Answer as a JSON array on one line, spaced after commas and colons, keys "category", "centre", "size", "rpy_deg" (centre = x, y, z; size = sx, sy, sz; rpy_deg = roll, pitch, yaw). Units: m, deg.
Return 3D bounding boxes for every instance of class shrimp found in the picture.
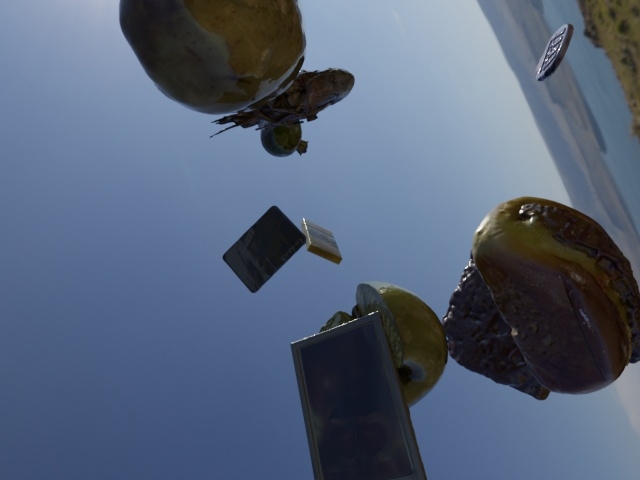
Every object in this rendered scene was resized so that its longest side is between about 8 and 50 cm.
[{"category": "shrimp", "centre": [-0.085, -0.304, 0.981], "size": [0.145, 0.343, 0.116], "rpy_deg": [-124, 18, -62]}]

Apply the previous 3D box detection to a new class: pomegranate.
[{"category": "pomegranate", "centre": [-0.102, -0.278, 1.208], "size": [0.130, 0.130, 0.130], "rpy_deg": [37, -140, -39]}, {"category": "pomegranate", "centre": [-0.168, -0.376, 0.756], "size": [0.332, 0.332, 0.333], "rpy_deg": [37, -140, -39]}]

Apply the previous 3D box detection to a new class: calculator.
[{"category": "calculator", "centre": [0.486, -0.388, 0.942], "size": [0.166, 0.024, 0.103], "rpy_deg": [-22, -50, -79]}]

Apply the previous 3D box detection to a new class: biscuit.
[{"category": "biscuit", "centre": [0.539, 0.206, 1.294], "size": [0.166, 0.342, 0.395], "rpy_deg": [14, -86, -41]}]

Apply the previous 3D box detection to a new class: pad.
[{"category": "pad", "centre": [-0.114, 0.016, 0.910], "size": [0.112, 0.157, 0.003], "rpy_deg": [45, -179, 20]}]

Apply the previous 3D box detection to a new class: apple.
[{"category": "apple", "centre": [0.151, 0.245, 1.040], "size": [0.233, 0.295, 0.258], "rpy_deg": [23, -165, -29]}]

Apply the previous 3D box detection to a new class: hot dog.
[{"category": "hot dog", "centre": [0.459, 0.107, 0.828], "size": [0.185, 0.223, 0.405], "rpy_deg": [-40, -73, -25]}]

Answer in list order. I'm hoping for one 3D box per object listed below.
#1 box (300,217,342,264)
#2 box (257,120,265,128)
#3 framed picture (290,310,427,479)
[{"category": "box", "centre": [0.000, 0.000, 1.084], "size": [0.087, 0.023, 0.155], "rpy_deg": [22, -160, -18]}, {"category": "box", "centre": [-0.115, -0.417, 1.375], "size": [0.036, 0.177, 0.115], "rpy_deg": [41, -144, -41]}, {"category": "framed picture", "centre": [0.057, 0.299, 0.825], "size": [0.020, 0.211, 0.289], "rpy_deg": [27, -136, -53]}]
